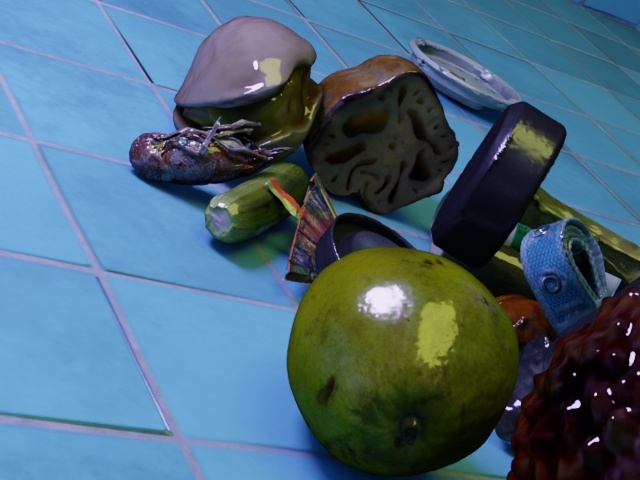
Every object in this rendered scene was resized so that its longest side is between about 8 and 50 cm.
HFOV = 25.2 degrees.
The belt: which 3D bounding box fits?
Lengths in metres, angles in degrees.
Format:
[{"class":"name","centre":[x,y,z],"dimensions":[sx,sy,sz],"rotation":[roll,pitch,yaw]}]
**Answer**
[{"class":"belt","centre":[0.316,0.116,1.591],"dimensions":[0.087,0.072,0.302],"rotation":[-38,103,-54]}]

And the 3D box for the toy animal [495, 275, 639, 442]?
[{"class":"toy animal","centre":[0.286,0.127,1.455],"dimensions":[0.106,0.343,0.168],"rotation":[38,41,-28]}]

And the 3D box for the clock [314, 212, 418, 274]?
[{"class":"clock","centre":[0.072,0.049,1.606],"dimensions":[0.184,0.040,0.184],"rotation":[33,28,-20]}]

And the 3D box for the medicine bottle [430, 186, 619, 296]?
[{"class":"medicine bottle","centre":[0.279,0.011,1.929],"dimensions":[0.260,0.095,0.095],"rotation":[21,23,-18]}]

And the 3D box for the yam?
[{"class":"yam","centre":[0.313,0.079,1.843],"dimensions":[0.372,0.083,0.083],"rotation":[25,22,-5]}]

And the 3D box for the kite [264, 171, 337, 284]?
[{"class":"kite","centre":[0.000,0.000,1.630],"dimensions":[0.183,0.014,0.241],"rotation":[48,28,-14]}]

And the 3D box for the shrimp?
[{"class":"shrimp","centre":[-0.124,-0.100,1.647],"dimensions":[0.190,0.073,0.075],"rotation":[-4,-6,-3]}]

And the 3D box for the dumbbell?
[{"class":"dumbbell","centre":[0.315,-0.003,1.718],"dimensions":[0.322,0.203,0.204],"rotation":[32,22,-1]}]

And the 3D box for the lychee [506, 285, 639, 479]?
[{"class":"lychee","centre":[0.343,0.220,1.126],"dimensions":[0.425,0.424,0.500],"rotation":[37,38,18]}]

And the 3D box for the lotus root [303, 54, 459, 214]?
[{"class":"lotus root","centre":[0.060,-0.154,1.916],"dimensions":[0.180,0.199,0.188],"rotation":[53,-13,56]}]

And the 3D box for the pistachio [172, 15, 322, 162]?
[{"class":"pistachio","centre":[-0.096,-0.192,1.808],"dimensions":[0.197,0.166,0.288],"rotation":[-13,17,3]}]

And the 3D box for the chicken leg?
[{"class":"chicken leg","centre":[0.303,0.145,1.689],"dimensions":[0.304,0.093,0.113],"rotation":[27,9,-20]}]

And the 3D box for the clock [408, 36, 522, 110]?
[{"class":"clock","centre":[0.257,-0.292,2.614],"dimensions":[0.236,0.053,0.236],"rotation":[27,20,-11]}]

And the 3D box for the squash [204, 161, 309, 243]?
[{"class":"squash","centre":[-0.070,-0.044,1.649],"dimensions":[0.066,0.066,0.229],"rotation":[34,23,10]}]

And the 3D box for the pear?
[{"class":"pear","centre":[0.075,0.111,1.305],"dimensions":[0.212,0.212,0.269],"rotation":[27,15,-6]}]
